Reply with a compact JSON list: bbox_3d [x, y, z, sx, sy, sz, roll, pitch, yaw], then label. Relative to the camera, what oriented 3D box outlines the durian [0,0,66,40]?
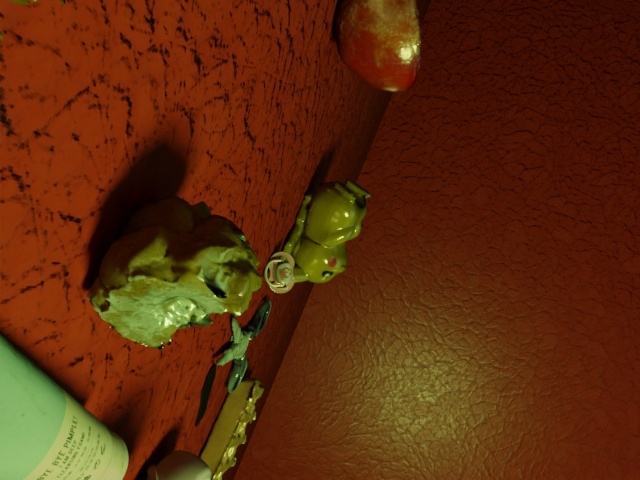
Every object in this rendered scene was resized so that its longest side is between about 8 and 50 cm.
[{"bbox_3d":[-0.114,-0.134,0.087,0.172,0.166,0.306,-37,164,-6],"label":"durian"}]

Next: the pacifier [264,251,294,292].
[{"bbox_3d":[-0.104,0.075,1.304,0.078,0.081,0.099,5,-86,62],"label":"pacifier"}]

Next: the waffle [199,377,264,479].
[{"bbox_3d":[-0.260,0.555,1.548,0.304,0.077,0.348,91,22,-72],"label":"waffle"}]

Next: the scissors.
[{"bbox_3d":[-0.185,0.238,1.278,0.383,0.029,0.256,84,28,-76],"label":"scissors"}]

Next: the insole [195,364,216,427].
[{"bbox_3d":[-0.247,0.335,1.178,0.064,0.004,0.188,-58,169,-57],"label":"insole"}]

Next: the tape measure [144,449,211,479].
[{"bbox_3d":[-0.276,0.462,0.959,0.178,0.105,0.196,-44,155,-59],"label":"tape measure"}]

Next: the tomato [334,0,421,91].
[{"bbox_3d":[0.094,-0.382,0.979,0.200,0.140,0.233,122,-43,-83],"label":"tomato"}]

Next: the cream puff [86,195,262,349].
[{"bbox_3d":[-0.136,0.022,0.513,0.156,0.121,0.156,-28,-152,17],"label":"cream puff"}]

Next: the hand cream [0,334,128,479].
[{"bbox_3d":[-0.233,0.149,0.417,0.312,0.070,0.111,88,26,-58],"label":"hand cream"}]

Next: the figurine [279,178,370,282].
[{"bbox_3d":[0.003,-0.007,1.438,0.218,0.169,0.326,-11,122,-64],"label":"figurine"}]
